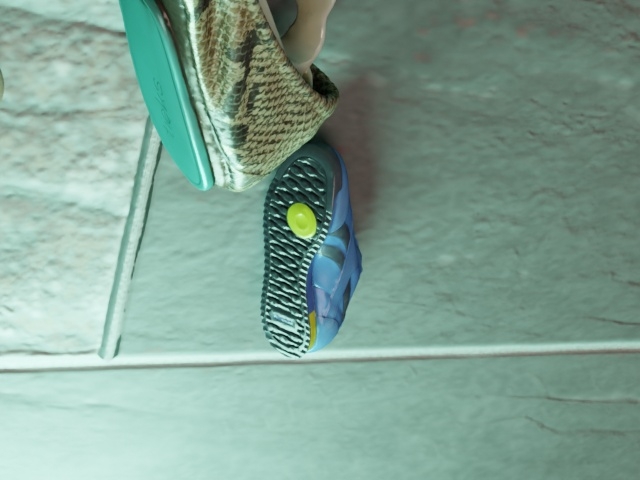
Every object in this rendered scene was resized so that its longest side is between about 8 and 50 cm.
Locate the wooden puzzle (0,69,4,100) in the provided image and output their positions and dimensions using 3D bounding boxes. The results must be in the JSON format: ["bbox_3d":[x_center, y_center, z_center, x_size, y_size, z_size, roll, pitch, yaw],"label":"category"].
[{"bbox_3d":[-0.365,-0.139,1.319,0.238,0.044,0.221,-19,135,-3],"label":"wooden puzzle"}]

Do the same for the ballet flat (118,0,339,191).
[{"bbox_3d":[-0.086,-0.217,1.277,0.182,0.164,0.483,-35,146,-7],"label":"ballet flat"}]

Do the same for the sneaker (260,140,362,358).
[{"bbox_3d":[0.000,0.000,1.583,0.082,0.069,0.209,-29,137,-42],"label":"sneaker"}]
